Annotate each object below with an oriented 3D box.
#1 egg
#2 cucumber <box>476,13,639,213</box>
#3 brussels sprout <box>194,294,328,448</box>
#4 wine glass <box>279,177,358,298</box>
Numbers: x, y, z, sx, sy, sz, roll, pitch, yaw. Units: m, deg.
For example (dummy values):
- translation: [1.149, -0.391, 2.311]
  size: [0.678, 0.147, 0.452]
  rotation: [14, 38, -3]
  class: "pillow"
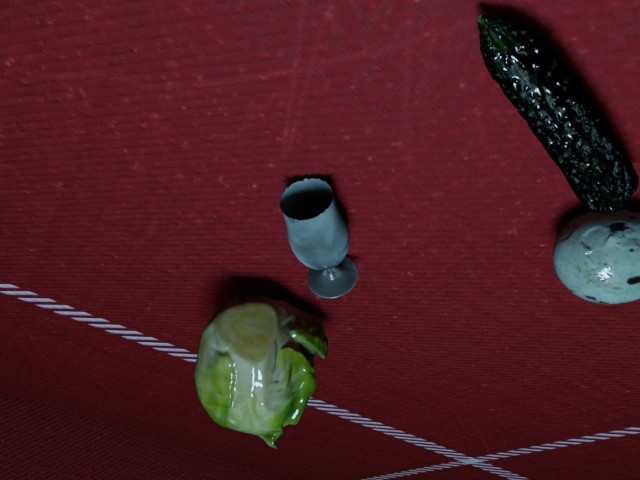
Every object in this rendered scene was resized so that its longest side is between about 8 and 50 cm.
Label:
- translation: [0.397, 0.018, 0.698]
  size: [0.164, 0.131, 0.131]
  rotation: [-13, 139, 12]
  class: "egg"
- translation: [0.260, -0.135, 0.571]
  size: [0.072, 0.072, 0.300]
  rotation: [-25, 131, 38]
  class: "cucumber"
- translation: [-0.108, 0.235, 0.999]
  size: [0.227, 0.259, 0.294]
  rotation: [8, 144, 14]
  class: "brussels sprout"
- translation: [0.000, 0.000, 0.799]
  size: [0.093, 0.093, 0.202]
  rotation: [0, 142, 13]
  class: "wine glass"
